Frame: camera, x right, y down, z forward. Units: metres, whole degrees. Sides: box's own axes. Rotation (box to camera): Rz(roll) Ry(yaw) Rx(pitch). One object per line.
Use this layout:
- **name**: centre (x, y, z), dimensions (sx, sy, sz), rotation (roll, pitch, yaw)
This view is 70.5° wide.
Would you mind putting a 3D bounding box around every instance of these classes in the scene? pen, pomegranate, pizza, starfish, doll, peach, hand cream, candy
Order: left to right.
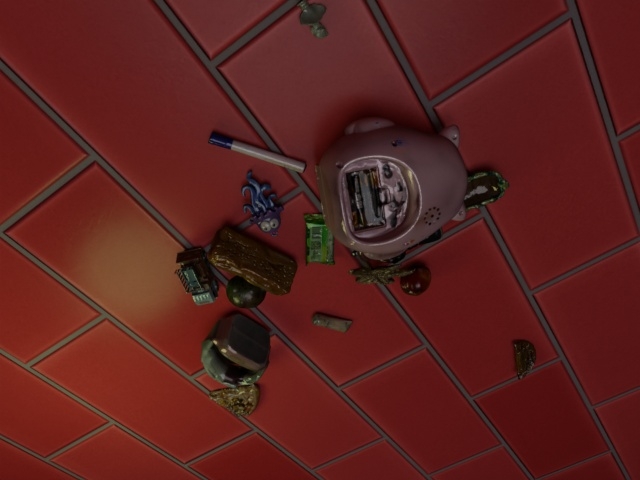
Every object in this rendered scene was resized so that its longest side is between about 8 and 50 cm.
- **pizza**: centre (-0.332, 0.613, 1.738), dimensions (0.195, 0.052, 0.185), rotation (12, 118, -12)
- **pomegranate**: centre (-0.230, 0.151, 1.407), dimensions (0.130, 0.130, 0.130), rotation (-2, 123, -3)
- **pen**: centre (-0.166, -0.234, 1.219), dimensions (0.269, 0.033, 0.033), rotation (16, 120, -14)
- **doll**: centre (-0.168, -0.100, 1.289), dimensions (0.110, 0.067, 0.206), rotation (-24, 111, 0)
- **candy**: centre (0.000, -0.001, 1.383), dimensions (0.102, 0.032, 0.178), rotation (-3, 121, -7)
- **hand cream**: centre (0.038, 0.288, 1.571), dimensions (0.143, 0.039, 0.061), rotation (17, 117, -21)
- **starfish**: centre (0.171, 0.102, 1.386), dimensions (0.240, 0.043, 0.227), rotation (10, 155, -44)
- **peach**: centre (0.308, 0.126, 1.458), dimensions (0.101, 0.101, 0.101), rotation (-2, 123, -3)

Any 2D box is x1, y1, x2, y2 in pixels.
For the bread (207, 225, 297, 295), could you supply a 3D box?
- **bread**: centre (-0.198, 0.059, 1.353), dimensions (0.271, 0.139, 0.077), rotation (28, 146, -23)

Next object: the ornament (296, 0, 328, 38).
- **ornament**: centre (-0.017, -0.514, 1.048), dimensions (0.068, 0.041, 0.092), rotation (-19, 113, -19)

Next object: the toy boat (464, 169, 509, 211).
- **toy boat**: centre (0.389, -0.116, 1.307), dimensions (0.293, 0.099, 0.108), rotation (-26, 120, 3)

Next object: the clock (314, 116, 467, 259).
- **clock**: centre (0.191, -0.134, 1.155), dimensions (0.376, 0.250, 0.368), rotation (-11, 106, -4)

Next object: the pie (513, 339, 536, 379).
- **pie**: centre (0.784, 0.449, 1.737), dimensions (0.088, 0.033, 0.191), rotation (-19, 117, -2)

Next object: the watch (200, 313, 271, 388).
- **watch**: centre (-0.298, 0.393, 1.558), dimensions (0.253, 0.162, 0.241), rotation (38, 125, -22)

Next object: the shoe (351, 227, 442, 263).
- **shoe**: centre (0.222, -0.004, 1.337), dimensions (0.291, 0.137, 0.114), rotation (-11, 123, 1)

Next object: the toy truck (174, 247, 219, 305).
- **toy truck**: centre (-0.374, 0.124, 1.383), dimensions (0.080, 0.115, 0.178), rotation (-13, 124, 4)
